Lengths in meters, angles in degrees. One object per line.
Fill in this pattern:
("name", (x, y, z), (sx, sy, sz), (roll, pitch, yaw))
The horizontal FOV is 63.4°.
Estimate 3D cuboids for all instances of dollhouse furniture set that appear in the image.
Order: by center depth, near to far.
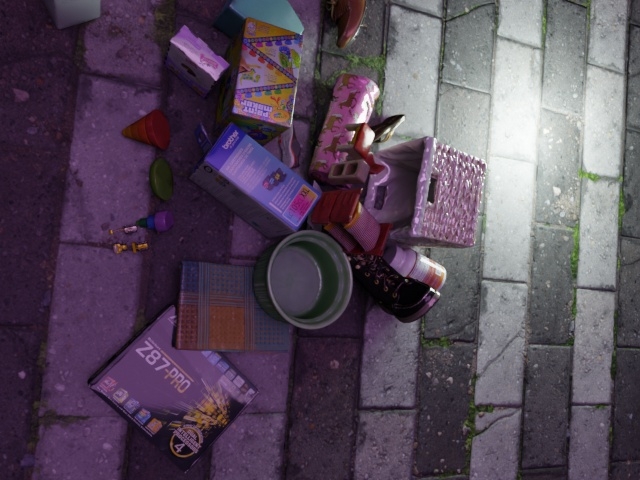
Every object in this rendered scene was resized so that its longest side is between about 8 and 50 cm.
("dollhouse furniture set", (0.134, -0.161, 1.592), (0.201, 0.152, 0.373), (40, 61, -42))

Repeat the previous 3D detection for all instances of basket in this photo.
("basket", (0.339, -0.141, 1.763), (0.267, 0.331, 0.328), (13, 84, -27))

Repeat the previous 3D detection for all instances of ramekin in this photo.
("ramekin", (-0.062, 0.125, 1.629), (0.304, 0.148, 0.303), (5, 80, -32))

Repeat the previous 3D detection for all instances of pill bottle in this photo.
("pill bottle", (0.331, 0.102, 1.854), (0.216, 0.121, 0.121), (28, 78, -18))

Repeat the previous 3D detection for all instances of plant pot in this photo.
("plant pot", (-0.185, -0.702, 1.659), (0.234, 0.165, 0.165), (33, 77, -26))

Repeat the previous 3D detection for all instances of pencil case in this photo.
("pencil case", (0.081, -0.368, 1.751), (0.160, 0.167, 0.385), (16, 83, -2))

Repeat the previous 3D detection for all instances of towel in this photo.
("towel", (-0.261, 0.208, 1.602), (0.370, 0.040, 0.271), (8, 75, -32))

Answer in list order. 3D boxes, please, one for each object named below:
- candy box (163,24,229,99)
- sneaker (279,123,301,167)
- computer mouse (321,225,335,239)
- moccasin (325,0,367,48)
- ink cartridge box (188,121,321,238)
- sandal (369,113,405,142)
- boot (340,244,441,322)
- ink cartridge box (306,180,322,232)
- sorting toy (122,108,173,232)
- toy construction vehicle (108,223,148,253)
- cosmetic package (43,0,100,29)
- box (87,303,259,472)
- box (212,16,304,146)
("candy box", (-0.375, -0.526, 1.551), (0.165, 0.196, 0.070), (40, 75, -17))
("sneaker", (-0.097, -0.318, 1.742), (0.065, 0.061, 0.157), (0, 89, -49))
("computer mouse", (0.000, 0.000, 1.768), (0.242, 0.041, 0.071), (-44, 104, -17))
("moccasin", (0.084, -0.844, 1.778), (0.147, 0.139, 0.379), (9, 85, -21))
("ink cartridge box", (-0.229, -0.184, 1.558), (0.396, 0.270, 0.151), (36, 72, -17))
("sandal", (0.224, -0.387, 1.861), (0.219, 0.090, 0.060), (-36, 123, -26))
("boot", (0.205, 0.114, 1.677), (0.138, 0.377, 0.284), (-44, 99, -9))
("ink cartridge box", (-0.027, -0.100, 1.687), (0.045, 0.179, 0.145), (5, 77, 17))
("sorting toy", (-0.523, -0.204, 1.551), (0.126, 0.127, 0.365), (-3, 92, 7))
("toy construction vehicle", (-0.572, -0.004, 1.546), (0.098, 0.035, 0.085), (-14, 105, -19))
("cosmetic package", (-0.712, -0.741, 1.408), (0.138, 0.225, 0.224), (-30, 99, -23))
("box", (-0.430, 0.437, 1.550), (0.318, 0.097, 0.395), (-45, 104, -21))
("box", (-0.199, -0.462, 1.570), (0.177, 0.290, 0.279), (10, 85, -22))
